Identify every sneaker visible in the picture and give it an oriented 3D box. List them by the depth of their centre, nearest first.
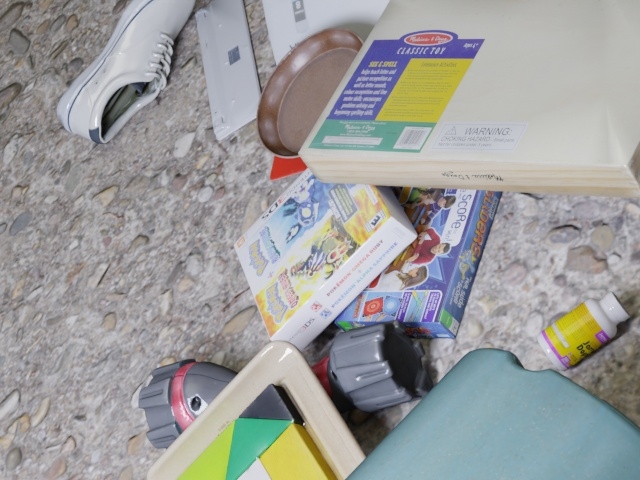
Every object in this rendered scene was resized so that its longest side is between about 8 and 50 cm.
[{"bbox_3d":[-0.233,-0.232,2.262,0.091,0.094,0.258,34,86,30],"label":"sneaker"}]

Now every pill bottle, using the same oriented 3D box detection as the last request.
[{"bbox_3d":[0.249,0.084,1.626,0.083,0.043,0.043,-37,42,11],"label":"pill bottle"}]

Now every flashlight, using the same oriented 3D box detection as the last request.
[{"bbox_3d":[-0.043,0.146,1.764,0.304,0.103,0.103,-18,82,34],"label":"flashlight"}]

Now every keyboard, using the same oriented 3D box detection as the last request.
[{"bbox_3d":[-0.118,-0.230,2.211,0.072,0.014,0.256,-26,45,14],"label":"keyboard"}]

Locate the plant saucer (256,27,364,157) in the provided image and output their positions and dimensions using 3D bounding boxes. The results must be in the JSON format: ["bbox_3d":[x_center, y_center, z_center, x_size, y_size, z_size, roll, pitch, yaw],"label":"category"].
[{"bbox_3d":[-0.003,-0.164,1.981,0.168,0.029,0.168,-25,49,33],"label":"plant saucer"}]

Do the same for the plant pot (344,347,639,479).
[{"bbox_3d":[0.118,0.288,1.380,0.341,0.341,0.334,21,64,47],"label":"plant pot"}]

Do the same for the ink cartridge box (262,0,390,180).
[{"bbox_3d":[0.066,-0.278,2.036,0.308,0.091,0.385,-16,48,30],"label":"ink cartridge box"}]

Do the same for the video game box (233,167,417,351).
[{"bbox_3d":[0.000,0.000,1.860,0.187,0.048,0.205,-48,30,13],"label":"video game box"}]

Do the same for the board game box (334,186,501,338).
[{"bbox_3d":[0.106,0.007,1.813,0.136,0.035,0.201,-1,58,39],"label":"board game box"}]

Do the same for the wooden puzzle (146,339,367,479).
[{"bbox_3d":[-0.053,0.248,1.667,0.221,0.044,0.238,-47,57,17],"label":"wooden puzzle"}]

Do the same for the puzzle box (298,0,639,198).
[{"bbox_3d":[0.197,-0.168,1.763,0.409,0.052,0.272,5,55,41],"label":"puzzle box"}]
